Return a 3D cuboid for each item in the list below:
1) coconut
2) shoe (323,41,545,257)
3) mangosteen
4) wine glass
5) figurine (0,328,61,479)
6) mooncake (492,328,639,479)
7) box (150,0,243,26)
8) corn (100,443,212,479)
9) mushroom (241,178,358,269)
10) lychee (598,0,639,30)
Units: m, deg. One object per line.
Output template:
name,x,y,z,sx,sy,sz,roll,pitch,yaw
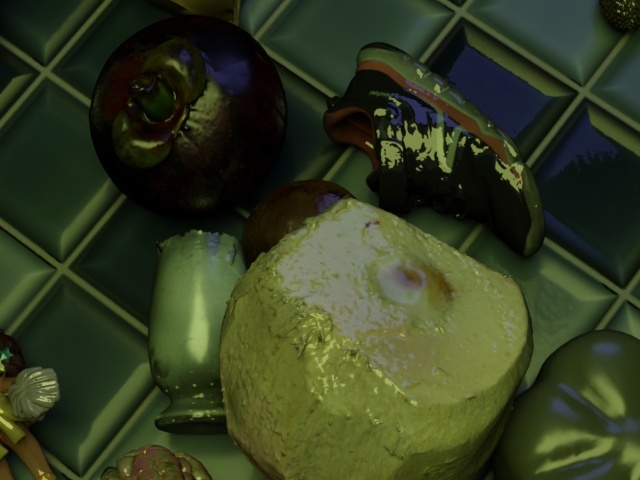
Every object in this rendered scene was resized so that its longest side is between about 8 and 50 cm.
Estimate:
coconut,0.047,0.127,1.632,0.297,0.254,0.297,13,48,-14
shoe,0.113,-0.081,1.790,0.137,0.114,0.291,-42,71,-16
mangosteen,-0.139,-0.139,1.777,0.216,0.216,0.216,-1,71,3
wine glass,-0.122,0.097,1.744,0.111,0.111,0.204,-3,76,2
figurine,-0.352,0.163,1.735,0.174,0.116,0.240,-31,78,-5
mooncake,0.302,0.219,1.670,0.275,0.135,0.275,-1,67,1
box,-0.156,-0.301,1.891,0.177,0.111,0.111,29,75,13
corn,-0.127,0.318,1.591,0.126,0.127,0.335,-26,35,-5
mushroom,0.000,0.000,1.789,0.170,0.080,0.135,-8,81,4
lychee,0.338,-0.272,1.868,0.067,0.068,0.083,7,96,2
